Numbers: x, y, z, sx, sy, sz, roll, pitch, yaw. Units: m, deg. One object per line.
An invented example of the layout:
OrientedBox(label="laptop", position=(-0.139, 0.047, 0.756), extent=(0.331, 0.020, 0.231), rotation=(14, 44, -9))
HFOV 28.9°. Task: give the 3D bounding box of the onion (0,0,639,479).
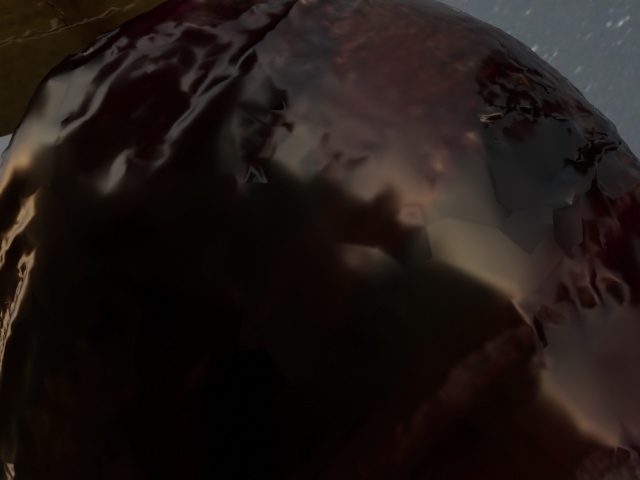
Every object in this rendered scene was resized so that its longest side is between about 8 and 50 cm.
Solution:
OrientedBox(label="onion", position=(0.000, 0.000, 0.465), extent=(0.280, 0.314, 0.146), rotation=(25, -31, 40))

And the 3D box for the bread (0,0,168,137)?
OrientedBox(label="bread", position=(-0.125, -0.126, 0.581), extent=(0.240, 0.178, 0.135), rotation=(-13, -84, 13))
